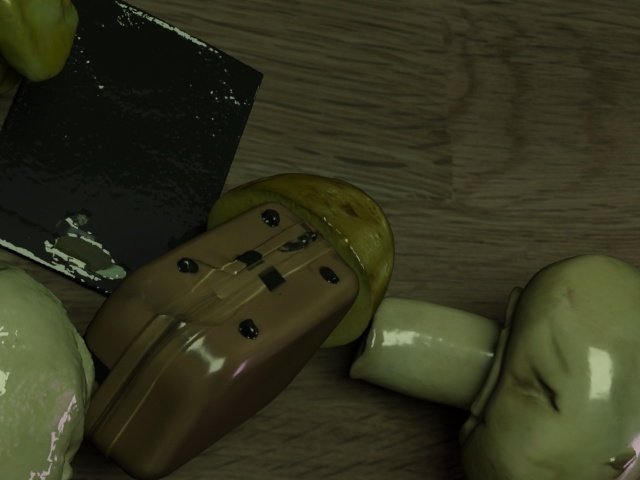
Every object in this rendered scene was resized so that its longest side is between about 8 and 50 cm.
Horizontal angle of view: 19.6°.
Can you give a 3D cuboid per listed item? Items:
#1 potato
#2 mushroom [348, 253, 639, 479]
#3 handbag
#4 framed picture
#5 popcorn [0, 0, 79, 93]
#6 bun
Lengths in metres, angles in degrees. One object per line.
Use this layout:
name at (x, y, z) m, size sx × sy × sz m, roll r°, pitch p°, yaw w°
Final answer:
potato at (0.000, 0.000, 1.961) m, size 0.204 × 0.178 × 0.158 m, roll 17°, pitch 34°, yaw 23°
mushroom at (0.206, 0.136, 1.960) m, size 0.336 × 0.314 × 0.314 m, roll 18°, pitch 64°, yaw 5°
handbag at (-0.123, 0.116, 1.796) m, size 0.149 × 0.283 × 0.302 m, roll 41°, pitch 34°, yaw 10°
framed picture at (-0.214, -0.100, 1.972) m, size 0.244 × 0.013 × 0.323 m, roll 26°, pitch 64°, yaw -15°
popcorn at (-0.387, -0.287, 1.835) m, size 0.292 × 0.294 × 0.334 m, roll 46°, pitch 50°, yaw -58°
bun at (-0.357, 0.179, 1.641) m, size 0.219 × 0.365 × 0.365 m, roll 46°, pitch 55°, yaw -41°
